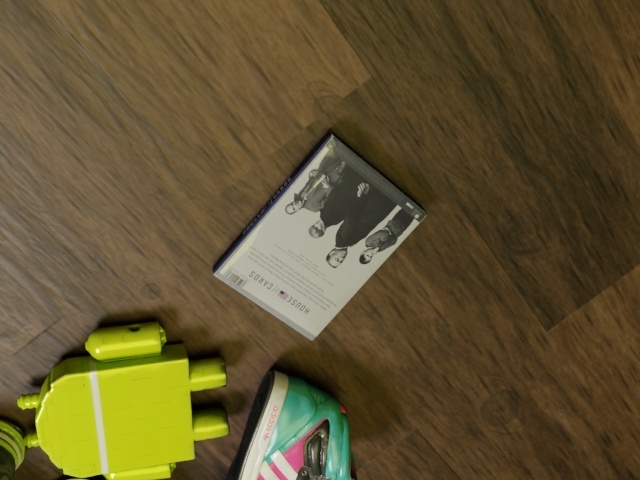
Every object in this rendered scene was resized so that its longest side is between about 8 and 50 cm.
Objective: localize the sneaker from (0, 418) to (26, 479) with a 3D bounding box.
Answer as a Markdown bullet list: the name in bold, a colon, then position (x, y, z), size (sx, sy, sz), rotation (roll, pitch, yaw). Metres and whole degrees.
- **sneaker**: position (-0.531, 0.297, 1.035), size (0.299, 0.121, 0.111), rotation (-6, 115, -12)

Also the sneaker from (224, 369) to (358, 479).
- **sneaker**: position (-0.036, 0.337, 1.187), size (0.178, 0.124, 0.296), rotation (17, 108, -11)

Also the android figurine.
- **android figurine**: position (-0.261, 0.227, 1.110), size (0.272, 0.056, 0.248), rotation (-7, 116, -12)

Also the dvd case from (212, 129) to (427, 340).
- **dvd case**: position (0.000, 0.000, 1.088), size (0.179, 0.029, 0.239), rotation (37, 101, -26)

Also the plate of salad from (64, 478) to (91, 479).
- **plate of salad**: position (-0.327, 0.429, 1.142), size (0.199, 0.048, 0.200), rotation (-2, 85, 18)
